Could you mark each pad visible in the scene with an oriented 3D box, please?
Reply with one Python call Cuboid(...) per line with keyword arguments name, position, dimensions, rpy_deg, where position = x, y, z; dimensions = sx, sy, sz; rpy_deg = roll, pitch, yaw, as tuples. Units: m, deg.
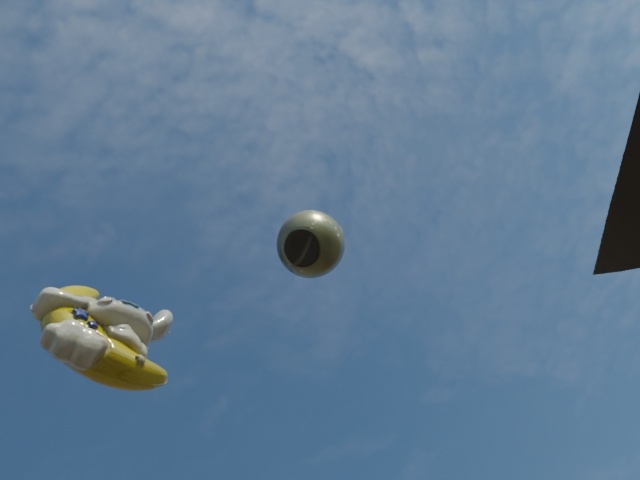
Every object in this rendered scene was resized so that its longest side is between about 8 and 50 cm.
Cuboid(name="pad", position=(0.372, -0.061, 0.792), dimensions=(0.163, 0.004, 0.243), rpy_deg=(-9, -47, -4))

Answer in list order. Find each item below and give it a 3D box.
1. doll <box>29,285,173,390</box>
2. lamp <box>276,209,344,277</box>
Cuboid(name="doll", position=(-0.339, 0.146, 1.258), dimensions=(0.252, 0.237, 0.111), rpy_deg=(22, -77, -27))
Cuboid(name="lamp", position=(0.000, 0.000, 1.083), dimensions=(0.091, 0.091, 0.163), rpy_deg=(-58, -12, 15))
